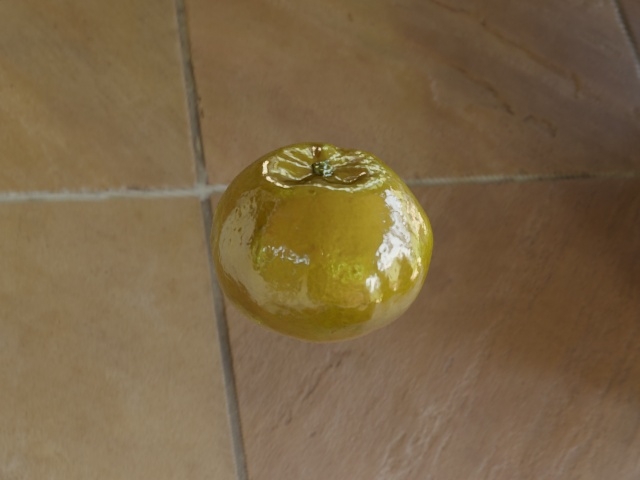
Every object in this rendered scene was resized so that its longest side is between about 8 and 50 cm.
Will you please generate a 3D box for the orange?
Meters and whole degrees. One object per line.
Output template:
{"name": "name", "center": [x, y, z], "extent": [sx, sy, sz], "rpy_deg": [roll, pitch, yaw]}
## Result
{"name": "orange", "center": [0.000, 0.000, 1.307], "extent": [0.279, 0.235, 0.279], "rpy_deg": [0, 21, 0]}
